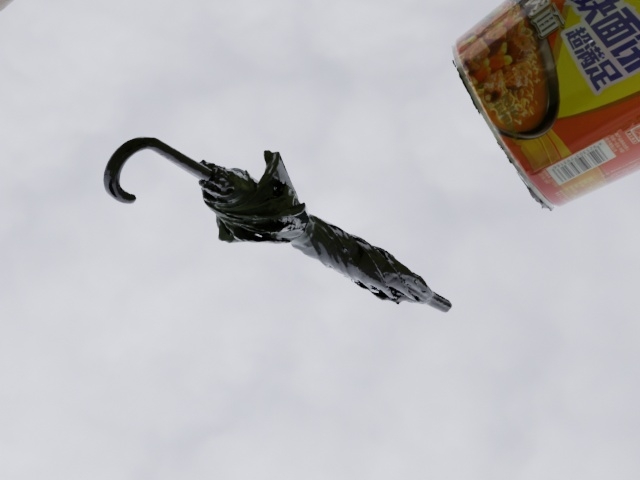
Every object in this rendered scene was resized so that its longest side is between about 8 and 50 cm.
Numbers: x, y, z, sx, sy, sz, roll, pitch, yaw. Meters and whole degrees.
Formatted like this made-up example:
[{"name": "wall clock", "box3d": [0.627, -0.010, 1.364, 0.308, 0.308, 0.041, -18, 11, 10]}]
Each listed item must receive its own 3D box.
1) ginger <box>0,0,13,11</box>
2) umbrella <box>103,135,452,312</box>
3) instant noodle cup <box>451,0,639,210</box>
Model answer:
[{"name": "ginger", "box3d": [-0.306, -0.064, 0.824, 0.375, 0.236, 0.166, -41, -82, -38]}, {"name": "umbrella", "box3d": [0.003, -0.005, 0.636, 0.044, 0.044, 0.269, 37, -171, 35]}, {"name": "instant noodle cup", "box3d": [0.217, -0.135, 1.176, 0.213, 0.174, 0.213, 52, -163, -22]}]
